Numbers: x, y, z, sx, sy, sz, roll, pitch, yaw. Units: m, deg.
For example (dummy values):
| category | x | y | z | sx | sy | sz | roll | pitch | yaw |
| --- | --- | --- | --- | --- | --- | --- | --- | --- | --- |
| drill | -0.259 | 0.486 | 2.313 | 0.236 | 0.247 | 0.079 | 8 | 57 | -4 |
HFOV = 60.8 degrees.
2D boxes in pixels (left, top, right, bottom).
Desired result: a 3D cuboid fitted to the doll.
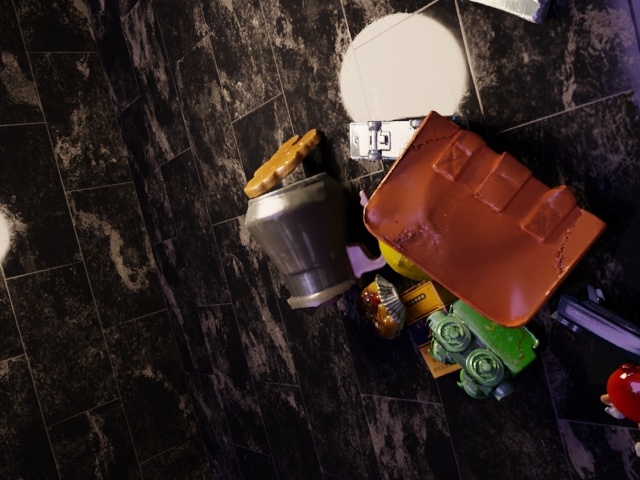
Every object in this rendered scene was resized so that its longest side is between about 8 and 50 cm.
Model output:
| category | x | y | z | sx | sy | sz | roll | pitch | yaw |
| --- | --- | --- | --- | --- | --- | --- | --- | --- | --- |
| doll | 0.635 | 0.321 | 1.059 | 0.217 | 0.085 | 0.183 | 54 | 141 | -3 |

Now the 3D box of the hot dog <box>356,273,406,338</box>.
| category | x | y | z | sx | sy | sz | roll | pitch | yaw |
| --- | --- | --- | --- | --- | --- | --- | --- | --- | --- |
| hot dog | 0.164 | 0.191 | 1.483 | 0.163 | 0.081 | 0.270 | 62 | 169 | 15 |

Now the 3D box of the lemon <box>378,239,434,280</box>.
| category | x | y | z | sx | sy | sz | roll | pitch | yaw |
| --- | --- | --- | --- | --- | --- | --- | --- | --- | --- |
| lemon | 0.240 | -0.002 | 1.315 | 0.231 | 0.192 | 0.192 | 29 | 135 | -8 |

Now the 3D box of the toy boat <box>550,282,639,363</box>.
| category | x | y | z | sx | sy | sz | roll | pitch | yaw |
| --- | --- | --- | --- | --- | --- | --- | --- | --- | --- |
| toy boat | 0.581 | 0.167 | 1.059 | 0.246 | 0.093 | 0.103 | 34 | 105 | 38 |

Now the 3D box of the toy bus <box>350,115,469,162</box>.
| category | x | y | z | sx | sy | sz | roll | pitch | yaw |
| --- | --- | --- | --- | --- | --- | --- | --- | --- | --- |
| toy bus | 0.209 | -0.244 | 1.325 | 0.297 | 0.131 | 0.106 | 11 | 108 | 46 |

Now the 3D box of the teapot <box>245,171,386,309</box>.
| category | x | y | z | sx | sy | sz | roll | pitch | yaw |
| --- | --- | --- | --- | --- | --- | --- | --- | --- | --- |
| teapot | 0.000 | 0.000 | 1.570 | 0.376 | 0.305 | 0.362 | -18 | 98 | 22 |

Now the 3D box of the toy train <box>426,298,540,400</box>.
| category | x | y | z | sx | sy | sz | roll | pitch | yaw |
| --- | --- | --- | --- | --- | --- | --- | --- | --- | --- |
| toy train | 0.369 | 0.237 | 1.252 | 0.243 | 0.188 | 0.132 | 50 | 167 | 27 |

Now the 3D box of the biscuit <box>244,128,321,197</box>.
| category | x | y | z | sx | sy | sz | roll | pitch | yaw |
| --- | --- | --- | --- | --- | --- | --- | --- | --- | --- |
| biscuit | -0.113 | -0.223 | 1.606 | 0.186 | 0.295 | 0.044 | -8 | 126 | 53 |

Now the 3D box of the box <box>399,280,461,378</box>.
| category | x | y | z | sx | sy | sz | roll | pitch | yaw |
| --- | --- | --- | --- | --- | --- | --- | --- | --- | --- |
| box | 0.308 | 0.221 | 1.418 | 0.152 | 0.070 | 0.237 | -40 | 74 | 48 |

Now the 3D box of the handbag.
| category | x | y | z | sx | sy | sz | roll | pitch | yaw |
| --- | --- | --- | --- | --- | --- | --- | --- | --- | --- |
| handbag | 0.317 | -0.044 | 1.126 | 0.410 | 0.116 | 0.303 | 38 | 103 | 12 |

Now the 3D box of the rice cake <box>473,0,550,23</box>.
| category | x | y | z | sx | sy | sz | roll | pitch | yaw |
| --- | --- | --- | --- | --- | --- | --- | --- | --- | --- |
| rice cake | 0.372 | -0.513 | 1.114 | 0.221 | 0.042 | 0.080 | 40 | 126 | 35 |
